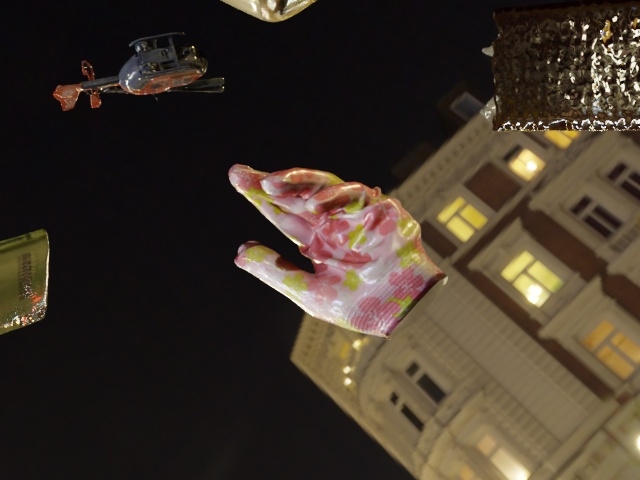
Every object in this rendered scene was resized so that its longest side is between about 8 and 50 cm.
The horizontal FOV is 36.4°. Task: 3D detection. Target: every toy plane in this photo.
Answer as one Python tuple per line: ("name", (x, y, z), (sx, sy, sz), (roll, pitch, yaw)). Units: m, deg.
("toy plane", (-0.153, -0.138, 0.820), (0.145, 0.037, 0.060), (-13, -21, -12))

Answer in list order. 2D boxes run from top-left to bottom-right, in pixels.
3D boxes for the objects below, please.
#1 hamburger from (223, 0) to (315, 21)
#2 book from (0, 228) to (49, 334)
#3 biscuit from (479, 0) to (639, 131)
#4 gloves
("hamburger", (-0.049, -0.408, 1.172), (0.294, 0.179, 0.276), (-40, -17, -37))
("book", (-0.498, 0.095, 1.158), (0.352, 0.035, 0.239), (-19, -20, -25))
("biscuit", (0.246, -0.137, 0.759), (0.070, 0.252, 0.106), (-14, -76, -51))
("gloves", (0.008, -0.005, 1.015), (0.126, 0.241, 0.145), (-31, -21, -43))
